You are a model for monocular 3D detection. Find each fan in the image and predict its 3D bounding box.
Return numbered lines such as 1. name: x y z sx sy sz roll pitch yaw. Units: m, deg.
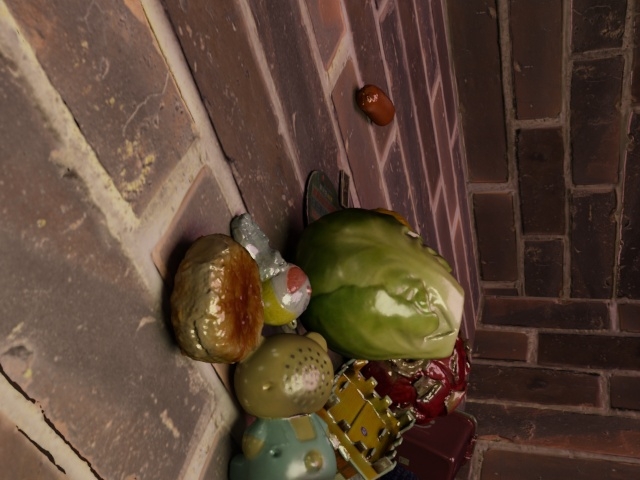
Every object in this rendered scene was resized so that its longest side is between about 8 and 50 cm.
1. fan: 0.010 -0.017 1.494 0.223 0.012 0.295 -33 122 -68

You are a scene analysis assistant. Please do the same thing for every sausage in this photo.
1. sausage: 0.150 -0.364 1.764 0.197 0.076 0.076 18 73 -66

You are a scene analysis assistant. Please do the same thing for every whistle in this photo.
1. whistle: -0.084 0.055 1.123 0.223 0.122 0.123 67 28 -17

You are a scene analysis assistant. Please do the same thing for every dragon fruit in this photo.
1. dragon fruit: 0.217 0.305 1.641 0.329 0.329 0.330 0 90 -69

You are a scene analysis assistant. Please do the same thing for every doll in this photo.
1. doll: -0.059 0.283 1.092 0.177 0.161 0.261 5 77 -34

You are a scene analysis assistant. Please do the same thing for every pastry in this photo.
1. pastry: -0.150 0.087 0.963 0.192 0.093 0.182 47 46 -66

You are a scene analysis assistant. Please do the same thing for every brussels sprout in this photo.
1. brussels sprout: 0.103 0.096 1.260 0.289 0.354 0.282 80 33 -66

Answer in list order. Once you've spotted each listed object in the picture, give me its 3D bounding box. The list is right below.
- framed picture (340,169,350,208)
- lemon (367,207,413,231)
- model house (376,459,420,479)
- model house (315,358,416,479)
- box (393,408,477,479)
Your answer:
1. framed picture: 0.061 -0.124 1.618 0.066 0.006 0.089 33 58 -70
2. lemon: 0.132 0.026 1.561 0.192 0.192 0.231 62 36 -51
3. model house: 0.101 0.625 1.382 0.243 0.284 0.299 -9 99 -64
4. model house: 0.032 0.373 1.274 0.198 0.215 0.224 49 25 2
5. box: 0.253 0.535 1.752 0.167 0.293 0.193 -43 145 -50
